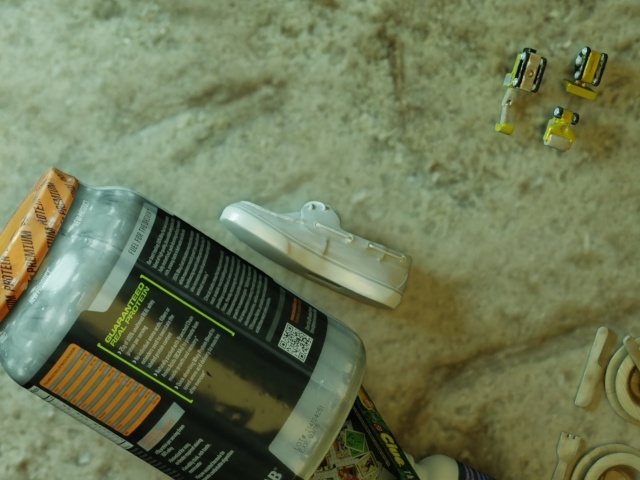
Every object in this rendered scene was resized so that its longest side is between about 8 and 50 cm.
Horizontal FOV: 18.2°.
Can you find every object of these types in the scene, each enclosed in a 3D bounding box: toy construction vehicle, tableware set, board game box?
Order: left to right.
[{"bbox_3d":[0.044,0.257,1.718,0.030,0.260,0.136,17,122,-46],"label":"board game box"},{"bbox_3d":[0.209,-0.137,1.834,0.086,0.035,0.098,14,95,-23],"label":"toy construction vehicle"},{"bbox_3d":[0.295,0.185,1.873,0.128,0.039,0.194,17,92,-12],"label":"tableware set"}]

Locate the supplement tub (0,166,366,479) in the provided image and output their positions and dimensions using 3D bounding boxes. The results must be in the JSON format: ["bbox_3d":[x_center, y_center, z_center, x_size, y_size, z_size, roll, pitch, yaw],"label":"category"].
[{"bbox_3d":[-0.136,0.083,1.699,0.316,0.193,0.193,34,88,-13],"label":"supplement tub"}]

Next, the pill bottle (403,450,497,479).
[{"bbox_3d":[0.119,0.258,1.807,0.186,0.112,0.112,28,89,-12],"label":"pill bottle"}]

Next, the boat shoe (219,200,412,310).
[{"bbox_3d":[0.000,0.000,1.787,0.184,0.066,0.063,25,79,-11],"label":"boat shoe"}]
